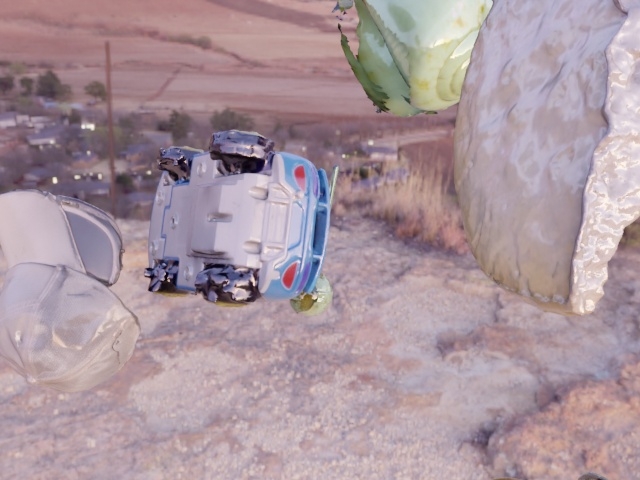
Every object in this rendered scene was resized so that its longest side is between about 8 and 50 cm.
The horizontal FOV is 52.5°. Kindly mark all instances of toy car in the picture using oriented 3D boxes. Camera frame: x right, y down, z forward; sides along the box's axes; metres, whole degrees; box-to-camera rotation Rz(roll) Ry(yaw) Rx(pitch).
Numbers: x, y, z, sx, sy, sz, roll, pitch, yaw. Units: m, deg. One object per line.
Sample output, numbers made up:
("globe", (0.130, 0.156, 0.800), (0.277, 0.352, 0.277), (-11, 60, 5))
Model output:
("toy car", (-0.109, -0.018, 0.810), (0.165, 0.198, 0.314), (10, -7, -35))

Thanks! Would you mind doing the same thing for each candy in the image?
("candy", (0.000, 0.000, 0.854), (0.061, 0.203, 0.061), (11, 3, -1))

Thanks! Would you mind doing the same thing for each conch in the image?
("conch", (0.083, -0.222, 0.710), (0.137, 0.143, 0.250), (-43, 47, -17))

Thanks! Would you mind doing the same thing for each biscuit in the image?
("biscuit", (0.133, -0.080, 0.382), (0.040, 0.188, 0.266), (14, 52, -17))

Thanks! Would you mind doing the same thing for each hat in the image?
("hat", (-0.354, 0.066, 0.841), (0.232, 0.275, 0.161), (-24, 1, 41))

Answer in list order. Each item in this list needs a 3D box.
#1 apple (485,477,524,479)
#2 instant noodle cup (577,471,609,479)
("apple", (0.327, 0.549, 1.131), (0.246, 0.226, 0.246), (23, 37, -19))
("instant noodle cup", (0.240, 0.340, 0.633), (0.144, 0.182, 0.182), (-16, 27, -8))
